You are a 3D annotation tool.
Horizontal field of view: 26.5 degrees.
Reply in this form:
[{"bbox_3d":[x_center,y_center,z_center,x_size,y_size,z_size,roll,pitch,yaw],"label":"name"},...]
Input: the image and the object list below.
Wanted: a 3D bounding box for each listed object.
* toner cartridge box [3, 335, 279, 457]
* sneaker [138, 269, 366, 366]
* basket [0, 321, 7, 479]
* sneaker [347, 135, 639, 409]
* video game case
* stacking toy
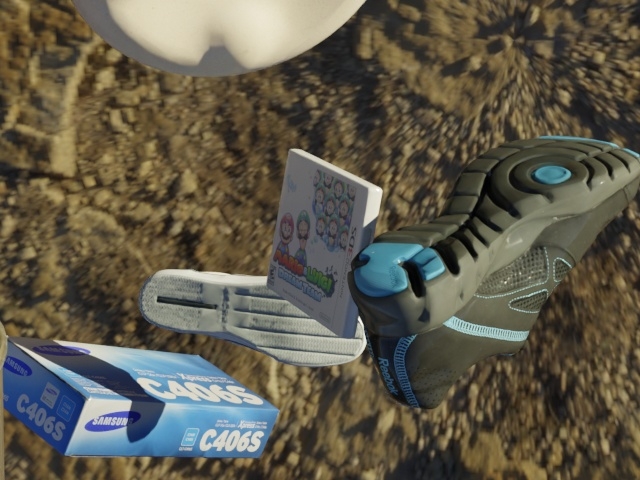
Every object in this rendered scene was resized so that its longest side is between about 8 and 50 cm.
[{"bbox_3d":[-0.221,0.194,1.654,0.165,0.348,0.075,27,98,35],"label":"toner cartridge box"},{"bbox_3d":[-0.069,0.075,1.508,0.258,0.091,0.094,14,98,11],"label":"sneaker"},{"bbox_3d":[-0.177,0.148,0.405,0.204,0.154,0.227,-11,115,-12],"label":"basket"},{"bbox_3d":[0.158,0.015,1.192,0.125,0.340,0.140,22,133,45],"label":"sneaker"},{"bbox_3d":[0.000,0.000,1.287,0.019,0.157,0.143,2,105,-30],"label":"video game case"},{"bbox_3d":[-0.145,-0.437,1.455,0.350,0.480,0.351,-13,137,-13],"label":"stacking toy"}]
